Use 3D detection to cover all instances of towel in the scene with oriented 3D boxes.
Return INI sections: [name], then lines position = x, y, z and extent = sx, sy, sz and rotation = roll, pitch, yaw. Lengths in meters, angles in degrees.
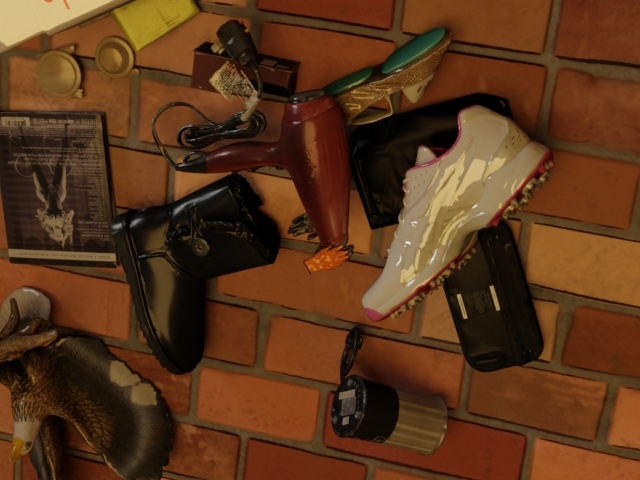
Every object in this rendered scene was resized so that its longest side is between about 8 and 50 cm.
[towel]
position = -0.255, -0.363, 1.620
extent = 0.102, 0.021, 0.237
rotation = -31, 100, 6

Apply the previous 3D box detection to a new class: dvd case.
[dvd case]
position = -0.364, -0.070, 1.777
extent = 0.164, 0.018, 0.221
rotation = 2, 110, 13

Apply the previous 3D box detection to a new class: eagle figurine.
[eagle figurine]
position = -0.380, 0.235, 1.830
extent = 0.226, 0.225, 0.298
rotation = 23, 159, 49

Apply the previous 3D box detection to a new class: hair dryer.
[hair dryer]
position = -0.059, -0.113, 1.603
extent = 0.293, 0.080, 0.223
rotation = 47, 129, 9

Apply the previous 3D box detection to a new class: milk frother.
[milk frother]
position = 0.087, 0.200, 1.717
extent = 0.134, 0.129, 0.143
rotation = 17, 85, -29

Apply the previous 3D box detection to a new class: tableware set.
[tableware set]
position = -0.318, -0.269, 1.689
extent = 0.141, 0.020, 0.169
rotation = -7, 106, 17

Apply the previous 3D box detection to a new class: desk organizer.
[desk organizer]
position = -0.096, -0.210, 1.635
extent = 0.130, 0.047, 0.050
rotation = 14, 115, 10

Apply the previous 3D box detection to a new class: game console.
[game console]
position = 0.178, 0.002, 1.642
extent = 0.213, 0.044, 0.361
rotation = -13, 104, 20

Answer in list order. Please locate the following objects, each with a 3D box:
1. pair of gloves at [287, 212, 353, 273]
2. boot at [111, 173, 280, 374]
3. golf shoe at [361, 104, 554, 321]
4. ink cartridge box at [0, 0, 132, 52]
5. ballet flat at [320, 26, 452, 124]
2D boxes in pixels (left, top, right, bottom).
[pair of gloves]
position = 0.000, 0.000, 1.707
extent = 0.074, 0.010, 0.083
rotation = -22, 102, 22
[boot]
position = -0.148, 0.048, 1.719
extent = 0.207, 0.094, 0.247
rotation = -15, 99, 24
[golf shoe]
position = 0.141, -0.032, 1.567
extent = 0.140, 0.115, 0.306
rotation = 46, 108, 8
[ink cartridge box]
position = -0.268, -0.382, 1.540
extent = 0.353, 0.119, 0.207
rotation = -22, 103, 8
[ballet flat]
position = 0.085, -0.192, 1.586
extent = 0.206, 0.073, 0.067
rotation = -23, 115, 30
